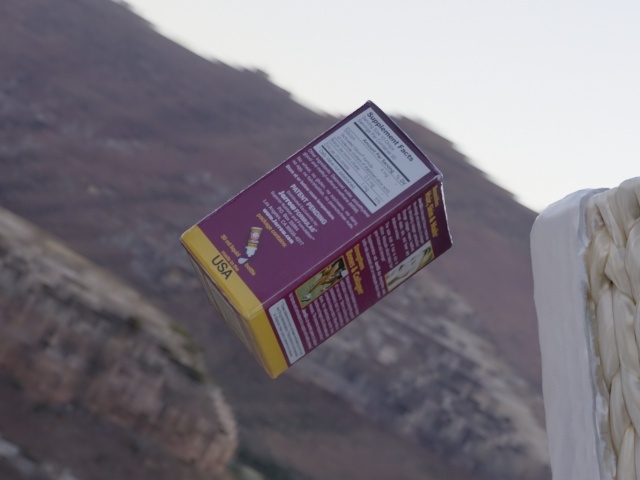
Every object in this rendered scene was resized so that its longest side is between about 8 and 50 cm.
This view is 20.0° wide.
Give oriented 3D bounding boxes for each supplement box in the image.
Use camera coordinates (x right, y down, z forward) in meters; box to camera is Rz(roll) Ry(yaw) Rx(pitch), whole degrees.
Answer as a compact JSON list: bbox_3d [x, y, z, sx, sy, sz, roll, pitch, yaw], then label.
[{"bbox_3d":[0.000,0.000,0.628,0.043,0.083,0.055,49,-11,27],"label":"supplement box"}]

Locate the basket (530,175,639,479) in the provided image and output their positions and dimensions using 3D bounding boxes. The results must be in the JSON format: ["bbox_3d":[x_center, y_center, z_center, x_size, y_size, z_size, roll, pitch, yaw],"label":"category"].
[{"bbox_3d":[0.302,0.113,0.779,0.328,0.331,0.266,7,-22,-32],"label":"basket"}]
